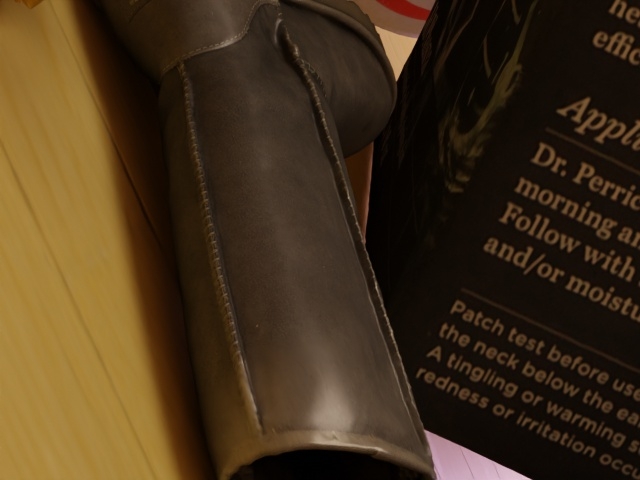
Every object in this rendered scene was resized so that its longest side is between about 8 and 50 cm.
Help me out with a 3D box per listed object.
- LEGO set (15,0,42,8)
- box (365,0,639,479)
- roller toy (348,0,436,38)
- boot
[{"bbox_3d":[-0.067,-0.125,0.485,0.227,0.093,0.087,42,-32,12],"label":"LEGO set"},{"bbox_3d":[0.246,-0.143,0.893,0.297,0.471,0.480,26,16,-5],"label":"box"},{"bbox_3d":[0.086,-0.246,1.256,0.209,0.191,0.146,16,32,-15],"label":"roller toy"},{"bbox_3d":[-0.001,0.002,0.582,0.190,0.076,0.208,24,34,-55],"label":"boot"}]
